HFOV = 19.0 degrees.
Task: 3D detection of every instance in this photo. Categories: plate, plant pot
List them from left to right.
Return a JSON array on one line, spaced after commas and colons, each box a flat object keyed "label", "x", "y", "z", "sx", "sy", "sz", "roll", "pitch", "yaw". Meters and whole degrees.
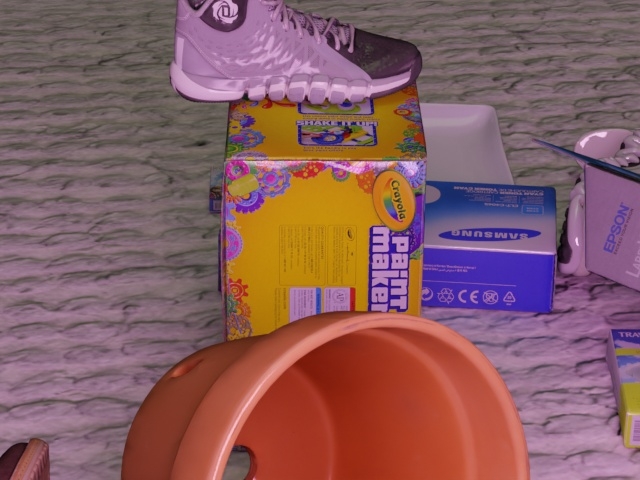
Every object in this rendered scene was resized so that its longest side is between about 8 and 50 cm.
[{"label": "plant pot", "x": -0.016, "y": 0.186, "z": 1.437, "sx": 0.291, "sy": 0.291, "sz": 0.203, "roll": -17, "pitch": 15, "yaw": -31}, {"label": "plate", "x": 0.079, "y": -0.095, "z": 2.244, "sx": 0.277, "sy": 0.045, "sz": 0.278, "roll": 2, "pitch": 25, "yaw": -2}]

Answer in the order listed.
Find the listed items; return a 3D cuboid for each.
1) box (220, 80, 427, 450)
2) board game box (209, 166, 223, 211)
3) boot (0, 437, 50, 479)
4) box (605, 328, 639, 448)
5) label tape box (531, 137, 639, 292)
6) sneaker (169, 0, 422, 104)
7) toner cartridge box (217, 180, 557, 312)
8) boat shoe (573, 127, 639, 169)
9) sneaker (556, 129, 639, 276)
[{"label": "box", "x": 0.000, "y": 0.000, "z": 1.772, "sx": 0.177, "sy": 0.290, "sz": 0.279, "roll": 0, "pitch": 27, "yaw": -1}, {"label": "board game box", "x": -0.083, "y": -0.059, "z": 2.200, "sx": 0.090, "sy": 0.020, "sz": 0.090, "roll": 0, "pitch": 25, "yaw": -2}, {"label": "boot", "x": -0.337, "y": 0.227, "z": 1.523, "sx": 0.207, "sy": 0.090, "sz": 0.248, "roll": 7, "pitch": 30, "yaw": 8}, {"label": "box", "x": 0.329, "y": 0.133, "z": 1.788, "sx": 0.109, "sy": 0.042, "sz": 0.178, "roll": 2, "pitch": 27, "yaw": 1}, {"label": "label tape box", "x": 0.378, "y": 0.017, "z": 1.852, "sx": 0.334, "sy": 0.106, "sz": 0.241, "roll": 24, "pitch": 7, "yaw": 39}, {"label": "sneaker", "x": -0.020, "y": -0.193, "z": 1.684, "sx": 0.229, "sy": 0.132, "sz": 0.086, "roll": -4, "pitch": 27, "yaw": -9}, {"label": "toner cartridge box", "x": 0.074, "y": -0.001, "z": 2.022, "sx": 0.348, "sy": 0.075, "sz": 0.165, "roll": 3, "pitch": 27, "yaw": 5}, {"label": "boat shoe", "x": 0.387, "y": -0.107, "z": 2.263, "sx": 0.184, "sy": 0.066, "sz": 0.063, "roll": -4, "pitch": 12, "yaw": -4}, {"label": "sneaker", "x": 0.345, "y": -0.035, "z": 2.075, "sx": 0.118, "sy": 0.110, "sz": 0.292, "roll": 23, "pitch": 33, "yaw": 22}]
